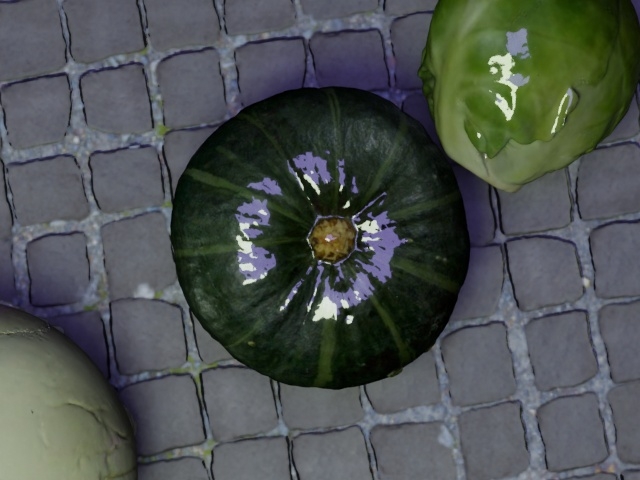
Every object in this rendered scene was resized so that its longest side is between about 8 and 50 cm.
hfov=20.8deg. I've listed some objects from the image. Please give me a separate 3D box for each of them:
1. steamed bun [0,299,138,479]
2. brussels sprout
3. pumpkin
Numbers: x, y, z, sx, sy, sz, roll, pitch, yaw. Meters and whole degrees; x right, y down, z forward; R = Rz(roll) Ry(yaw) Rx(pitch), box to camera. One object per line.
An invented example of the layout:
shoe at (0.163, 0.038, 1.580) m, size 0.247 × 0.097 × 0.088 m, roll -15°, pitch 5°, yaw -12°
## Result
steamed bun at (-0.339, 0.169, 1.666) m, size 0.334 × 0.312 × 0.233 m, roll 3°, pitch 88°, yaw -5°
brussels sprout at (0.205, -0.175, 1.720) m, size 0.244 × 0.244 × 0.244 m, roll 0°, pitch 85°, yaw 2°
pumpkin at (0.000, 0.000, 1.721) m, size 0.300 × 0.207 × 0.300 m, roll 1°, pitch 86°, yaw -11°
